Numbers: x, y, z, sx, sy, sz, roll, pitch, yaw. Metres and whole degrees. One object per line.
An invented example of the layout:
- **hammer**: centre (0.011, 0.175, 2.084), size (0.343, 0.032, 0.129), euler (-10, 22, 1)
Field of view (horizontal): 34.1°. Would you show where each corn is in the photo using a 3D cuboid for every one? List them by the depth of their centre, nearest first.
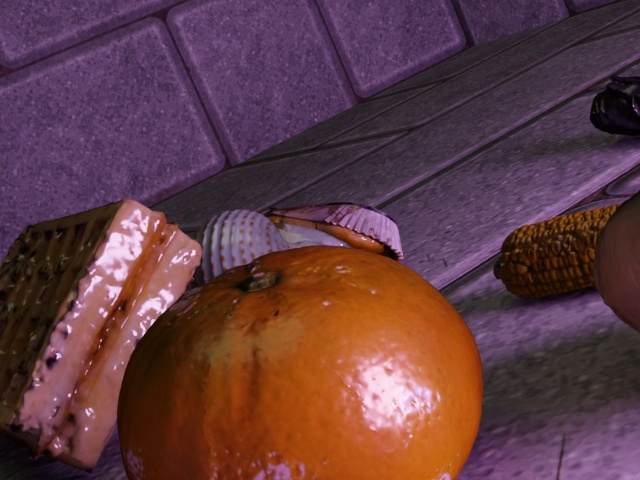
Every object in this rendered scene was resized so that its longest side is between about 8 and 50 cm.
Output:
- **corn**: centre (0.235, 0.005, 0.872), size (0.207, 0.068, 0.068), euler (-16, 14, 40)

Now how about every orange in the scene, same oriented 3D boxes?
- **orange**: centre (-0.014, 0.096, 0.665), size (0.240, 0.171, 0.240), euler (-14, 15, 4)

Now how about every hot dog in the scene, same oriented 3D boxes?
- **hot dog**: centre (0.000, 0.000, 1.281), size (0.252, 0.131, 0.069), euler (-5, 64, 52)

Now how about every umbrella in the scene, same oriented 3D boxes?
- **umbrella**: centre (0.442, -0.170, 1.208), size (0.094, 0.090, 0.326), euler (-26, 11, -27)

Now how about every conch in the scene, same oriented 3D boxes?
- **conch**: centre (-0.047, 0.045, 1.115), size (0.200, 0.131, 0.172), euler (22, 3, 26)

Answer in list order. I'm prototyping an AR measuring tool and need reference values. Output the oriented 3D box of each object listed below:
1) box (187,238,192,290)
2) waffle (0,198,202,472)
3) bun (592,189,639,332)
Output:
- **box**: centre (-0.110, 0.048, 1.237), size (0.089, 0.125, 0.043), euler (-22, 11, 5)
- **waffle**: centre (-0.287, 0.102, 1.130), size (0.376, 0.114, 0.261), euler (-7, 57, 58)
- **bun**: centre (0.277, 0.016, 0.624), size (0.222, 0.127, 0.222), euler (-12, -17, -4)
